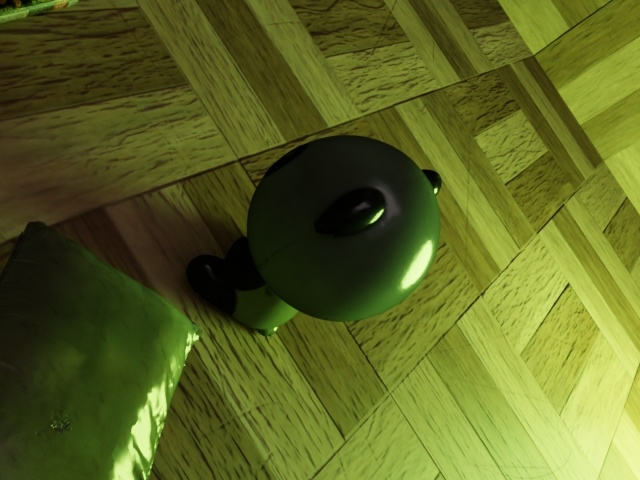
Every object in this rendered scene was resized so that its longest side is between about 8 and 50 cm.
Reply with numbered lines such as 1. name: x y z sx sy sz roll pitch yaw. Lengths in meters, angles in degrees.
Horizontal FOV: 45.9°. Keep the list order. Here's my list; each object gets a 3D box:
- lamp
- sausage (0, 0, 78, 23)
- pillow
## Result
1. lamp: 0.000 0.000 0.741 0.198 0.244 0.197 30 46 -37
2. sausage: -0.306 -0.231 0.752 0.198 0.028 0.025 -46 123 -54
3. pillow: -0.193 0.132 0.558 0.185 0.075 0.302 40 36 -25
